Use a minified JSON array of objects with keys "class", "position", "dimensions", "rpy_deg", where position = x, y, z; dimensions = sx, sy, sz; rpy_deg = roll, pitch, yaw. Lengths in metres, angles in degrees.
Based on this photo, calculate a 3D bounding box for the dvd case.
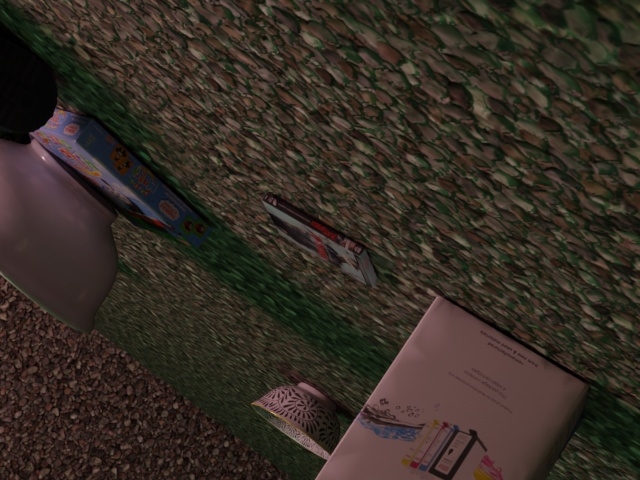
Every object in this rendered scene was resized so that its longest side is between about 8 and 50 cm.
[{"class":"dvd case","position":[0.000,0.000,1.357],"dimensions":[0.119,0.013,0.087],"rpy_deg":[29,166,20]}]

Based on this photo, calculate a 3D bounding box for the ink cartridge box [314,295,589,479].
[{"class":"ink cartridge box","position":[0.123,0.210,1.310],"dimensions":[0.168,0.232,0.171],"rpy_deg":[31,167,17]}]

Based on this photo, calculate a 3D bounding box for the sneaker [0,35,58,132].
[{"class":"sneaker","position":[-0.425,-0.220,1.415],"dimensions":[0.319,0.112,0.131],"rpy_deg":[45,161,-31]}]

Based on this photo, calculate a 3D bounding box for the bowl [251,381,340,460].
[{"class":"bowl","position":[-0.025,0.289,2.277],"dimensions":[0.170,0.080,0.170],"rpy_deg":[33,167,8]}]

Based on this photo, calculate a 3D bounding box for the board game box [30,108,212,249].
[{"class":"board game box","position":[-0.244,-0.078,1.627],"dimensions":[0.211,0.039,0.160],"rpy_deg":[45,164,-34]}]

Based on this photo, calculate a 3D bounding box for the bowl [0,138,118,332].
[{"class":"bowl","position":[-0.349,-0.033,1.704],"dimensions":[0.298,0.134,0.298],"rpy_deg":[44,180,0]}]

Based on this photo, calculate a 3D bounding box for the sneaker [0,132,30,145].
[{"class":"sneaker","position":[-0.455,-0.173,1.780],"dimensions":[0.188,0.067,0.078],"rpy_deg":[34,154,-5]}]

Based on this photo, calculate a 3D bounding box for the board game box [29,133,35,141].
[{"class":"board game box","position":[-0.380,-0.097,1.903],"dimensions":[0.133,0.033,0.169],"rpy_deg":[42,165,-28]}]
